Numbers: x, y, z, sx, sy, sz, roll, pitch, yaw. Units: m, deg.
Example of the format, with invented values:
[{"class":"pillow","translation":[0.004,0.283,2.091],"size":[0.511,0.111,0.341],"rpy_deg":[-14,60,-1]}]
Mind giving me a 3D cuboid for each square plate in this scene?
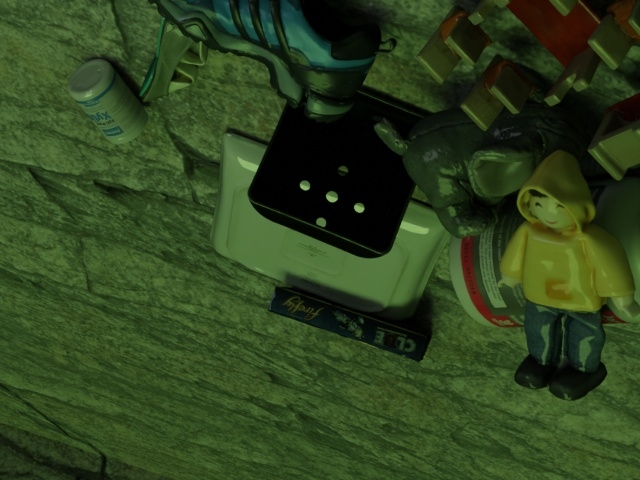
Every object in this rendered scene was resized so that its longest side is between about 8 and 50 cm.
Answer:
[{"class":"square plate","translation":[0.000,0.000,2.048],"size":[0.347,0.049,0.344],"rpy_deg":[21,152,3]}]

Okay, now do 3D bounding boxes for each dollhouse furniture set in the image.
[{"class":"dollhouse furniture set","translation":[0.278,-0.201,1.452],"size":[0.259,0.135,0.262],"rpy_deg":[44,147,-15]}]

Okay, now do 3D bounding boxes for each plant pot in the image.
[{"class":"plant pot","translation":[0.024,-0.078,1.771],"size":[0.188,0.188,0.167],"rpy_deg":[22,165,2]}]

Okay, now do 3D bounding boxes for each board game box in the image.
[{"class":"board game box","translation":[0.050,0.130,2.172],"size":[0.243,0.042,0.165],"rpy_deg":[19,180,8]}]

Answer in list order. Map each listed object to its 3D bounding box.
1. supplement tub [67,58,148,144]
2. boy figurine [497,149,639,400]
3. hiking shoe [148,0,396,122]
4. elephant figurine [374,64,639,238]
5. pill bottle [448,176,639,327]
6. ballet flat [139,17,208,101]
[{"class":"supplement tub","translation":[-0.292,-0.191,1.905],"size":[0.071,0.071,0.107],"rpy_deg":[3,146,33]},{"class":"boy figurine","translation":[0.278,0.039,1.563],"size":[0.177,0.092,0.285],"rpy_deg":[19,128,35]},{"class":"hiking shoe","translation":[-0.066,-0.271,1.598],"size":[0.304,0.113,0.132],"rpy_deg":[33,121,-5]},{"class":"elephant figurine","translation":[0.226,-0.116,1.605],"size":[0.239,0.186,0.169],"rpy_deg":[-29,81,44]},{"class":"pill bottle","translation":[0.330,0.015,1.695],"size":[0.318,0.176,0.176],"rpy_deg":[-6,141,42]},{"class":"ballet flat","translation":[-0.182,-0.227,1.762],"size":[0.068,0.072,0.213],"rpy_deg":[21,152,-7]}]
